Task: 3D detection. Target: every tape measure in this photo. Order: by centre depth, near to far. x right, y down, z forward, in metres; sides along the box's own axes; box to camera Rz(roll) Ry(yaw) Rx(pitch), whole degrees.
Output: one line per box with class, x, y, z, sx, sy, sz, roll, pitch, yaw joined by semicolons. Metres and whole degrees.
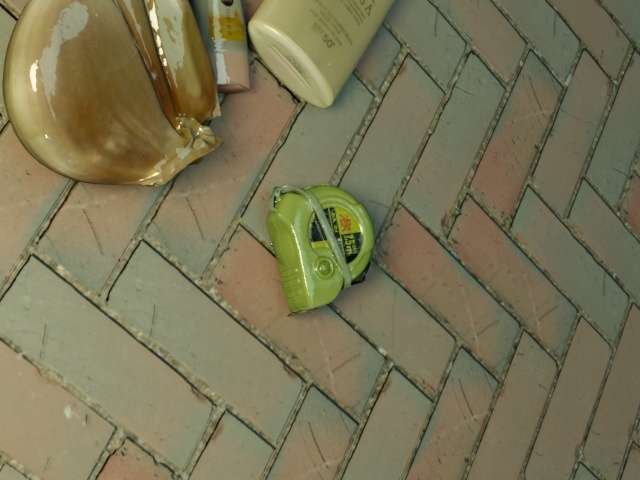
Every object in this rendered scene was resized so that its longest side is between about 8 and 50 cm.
tape measure;0.000;0.000;1.725;0.154;0.087;0.177;-15;90;-30

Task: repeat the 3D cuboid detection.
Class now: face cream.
face cream;-0.138;-0.299;1.682;0.084;0.057;0.198;-3;83;-41
face cream;0.029;-0.369;1.826;0.173;0.081;0.348;47;55;-25

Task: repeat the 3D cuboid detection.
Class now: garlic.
garlic;-0.260;-0.198;1.508;0.279;0.132;0.325;-43;113;-38
